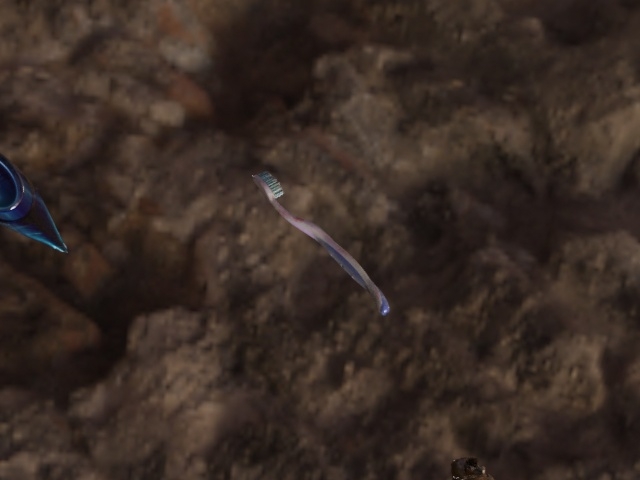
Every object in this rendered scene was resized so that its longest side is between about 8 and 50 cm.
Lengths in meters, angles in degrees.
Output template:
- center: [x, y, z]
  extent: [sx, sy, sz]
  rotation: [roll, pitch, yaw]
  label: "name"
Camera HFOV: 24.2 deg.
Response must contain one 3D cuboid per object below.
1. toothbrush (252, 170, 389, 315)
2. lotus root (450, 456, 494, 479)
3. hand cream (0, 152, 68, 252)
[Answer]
- center: [0.000, 0.000, 1.765]
  extent: [0.027, 0.021, 0.269]
  rotation: [-38, -124, -10]
  label: "toothbrush"
- center: [0.225, 0.420, 1.806]
  extent: [0.151, 0.169, 0.343]
  rotation: [-20, -120, 22]
  label: "lotus root"
- center: [-0.344, -0.042, 1.658]
  extent: [0.120, 0.061, 0.270]
  rotation: [40, 171, 5]
  label: "hand cream"
